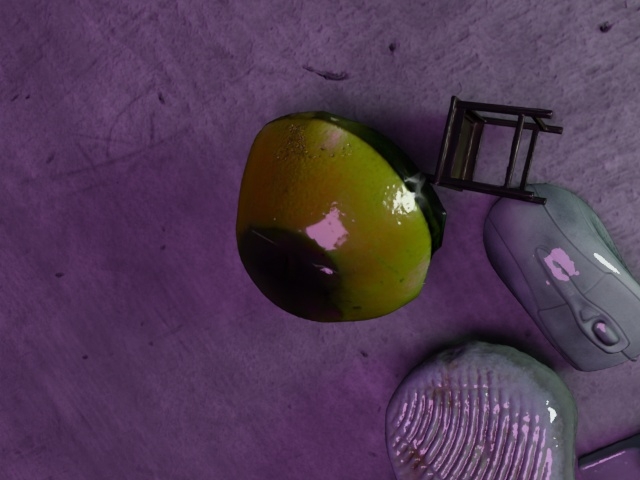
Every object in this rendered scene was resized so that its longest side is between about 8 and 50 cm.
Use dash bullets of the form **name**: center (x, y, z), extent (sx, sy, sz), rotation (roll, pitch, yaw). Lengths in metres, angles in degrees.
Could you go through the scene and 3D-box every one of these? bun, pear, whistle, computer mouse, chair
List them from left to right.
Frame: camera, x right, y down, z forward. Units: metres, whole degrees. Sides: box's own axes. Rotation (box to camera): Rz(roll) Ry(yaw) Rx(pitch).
- **pear**: center (-0.005, 0.001, 0.989), extent (0.398, 0.165, 0.399), rotation (25, 142, 21)
- **chair**: center (0.225, -0.141, 0.940), extent (0.260, 0.154, 0.142), rotation (14, 96, 27)
- **bun**: center (0.283, 0.349, 1.066), extent (0.354, 0.194, 0.355), rotation (-6, 79, 32)
- **computer mouse**: center (0.417, 0.077, 0.985), extent (0.188, 0.122, 0.371), rotation (-37, 97, 26)
- **whistle**: center (0.593, 0.398, 1.011), extent (0.289, 0.163, 0.163), rotation (-37, 94, 25)
